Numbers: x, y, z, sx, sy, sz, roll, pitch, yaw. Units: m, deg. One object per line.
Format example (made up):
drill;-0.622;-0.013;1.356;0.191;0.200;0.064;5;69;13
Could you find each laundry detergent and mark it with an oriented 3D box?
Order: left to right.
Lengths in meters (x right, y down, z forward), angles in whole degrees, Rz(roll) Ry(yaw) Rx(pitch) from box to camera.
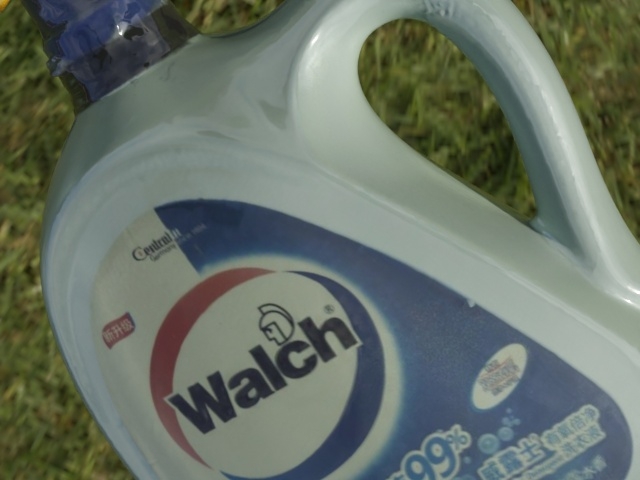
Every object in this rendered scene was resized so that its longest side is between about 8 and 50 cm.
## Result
laundry detergent;0.000;0.000;0.682;0.215;0.105;0.280;-31;96;15

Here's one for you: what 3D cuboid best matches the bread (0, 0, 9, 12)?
bread;-0.330;-0.252;1.385;0.268;0.146;0.268;-11;116;-23
